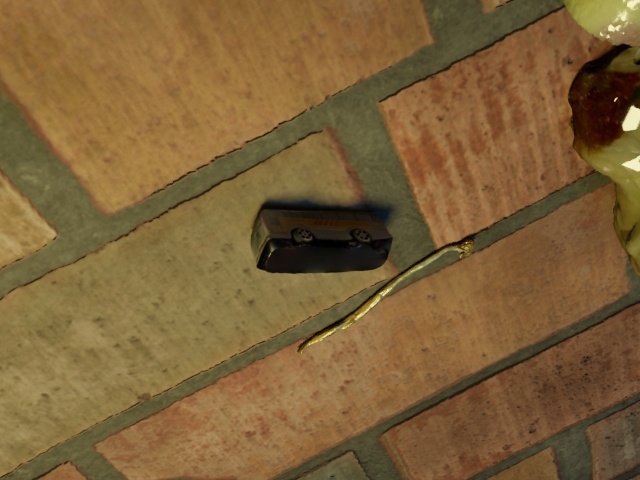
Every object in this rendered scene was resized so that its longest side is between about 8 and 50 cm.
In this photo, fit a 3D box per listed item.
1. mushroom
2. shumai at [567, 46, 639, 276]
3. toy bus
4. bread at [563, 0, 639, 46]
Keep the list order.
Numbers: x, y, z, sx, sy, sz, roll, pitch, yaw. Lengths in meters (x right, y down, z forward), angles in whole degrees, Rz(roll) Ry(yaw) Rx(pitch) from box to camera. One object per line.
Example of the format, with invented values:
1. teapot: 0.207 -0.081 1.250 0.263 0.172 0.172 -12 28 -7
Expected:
1. mushroom: 0.085 0.075 1.221 0.286 0.028 0.026 -31 180 7
2. shumai: 0.448 -0.102 1.074 0.283 0.217 0.346 15 127 -37
3. toy bus: 0.000 0.000 1.062 0.171 0.072 0.057 1 133 -29
4. bread: 0.362 -0.349 0.827 0.187 0.155 0.338 -2 133 -19
